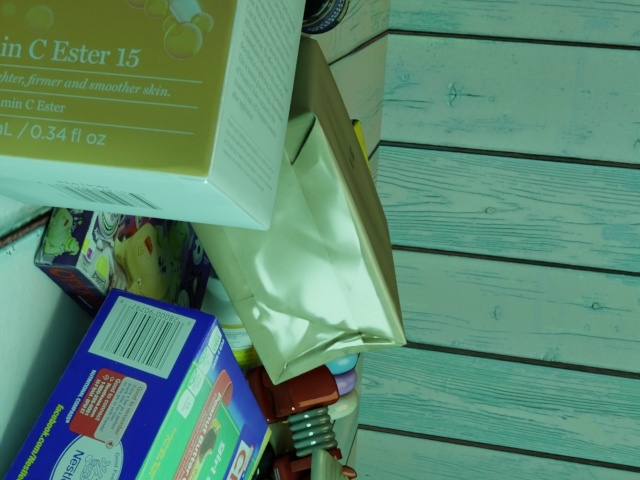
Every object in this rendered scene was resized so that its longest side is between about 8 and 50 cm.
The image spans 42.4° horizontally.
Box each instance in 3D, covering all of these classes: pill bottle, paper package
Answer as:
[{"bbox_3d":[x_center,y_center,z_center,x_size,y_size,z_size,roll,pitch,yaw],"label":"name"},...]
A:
[{"bbox_3d":[-0.018,-0.403,1.351,0.219,0.123,0.122,-38,134,-76],"label":"pill bottle"},{"bbox_3d":[-0.027,-0.049,0.998,0.325,0.168,0.309,-90,158,-64],"label":"paper package"},{"bbox_3d":[-0.115,0.100,1.158,0.117,0.118,0.208,-73,166,-45],"label":"pill bottle"}]

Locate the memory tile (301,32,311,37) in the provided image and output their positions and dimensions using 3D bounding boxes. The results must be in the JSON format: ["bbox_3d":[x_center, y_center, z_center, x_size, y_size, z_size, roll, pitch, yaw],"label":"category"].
[{"bbox_3d":[-0.038,-0.362,1.581,0.148,0.012,0.113,-61,155,-67],"label":"memory tile"}]

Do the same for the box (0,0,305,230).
[{"bbox_3d":[-0.130,-0.199,0.605,0.168,0.215,0.345,48,49,-76],"label":"box"}]

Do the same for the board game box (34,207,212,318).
[{"bbox_3d":[-0.189,0.002,0.898,0.347,0.056,0.208,74,21,-65],"label":"board game box"}]

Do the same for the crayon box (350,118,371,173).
[{"bbox_3d":[0.000,0.000,1.475,0.363,0.106,0.313,-56,140,-52],"label":"crayon box"}]

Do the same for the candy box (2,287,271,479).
[{"bbox_3d":[-0.173,0.242,0.819,0.317,0.122,0.268,81,29,-59],"label":"candy box"}]

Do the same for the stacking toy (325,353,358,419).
[{"bbox_3d":[0.001,0.097,1.256,0.141,0.141,0.330,-40,136,-75],"label":"stacking toy"}]

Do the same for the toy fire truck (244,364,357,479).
[{"bbox_3d":[-0.020,0.253,1.048,0.246,0.159,0.217,-31,-112,51],"label":"toy fire truck"}]
